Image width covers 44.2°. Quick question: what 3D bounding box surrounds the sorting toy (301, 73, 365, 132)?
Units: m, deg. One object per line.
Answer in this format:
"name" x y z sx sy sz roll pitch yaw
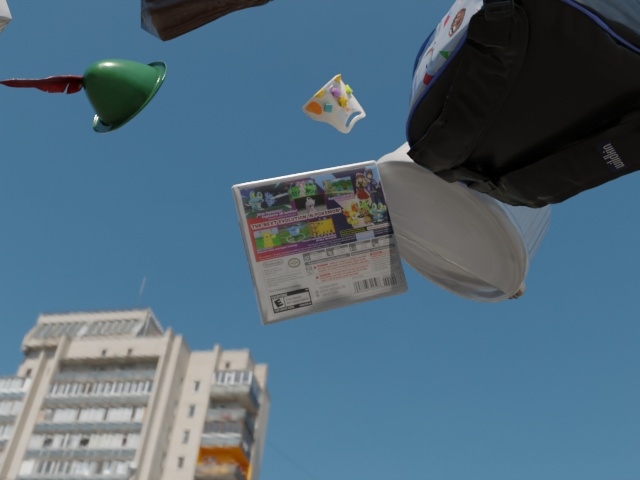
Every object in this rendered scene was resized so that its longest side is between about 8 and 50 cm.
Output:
"sorting toy" 0.029 -0.202 1.188 0.075 0.083 0.045 47 -27 -6

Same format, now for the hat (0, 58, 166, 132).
"hat" -0.397 -0.305 1.377 0.173 0.208 0.183 -19 -49 30

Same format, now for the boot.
"boot" -0.099 -0.212 0.625 0.114 0.106 0.037 -23 -28 -5

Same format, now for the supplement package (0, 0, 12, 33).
"supplement package" -0.595 -0.408 1.124 0.175 0.293 0.177 -15 -6 -46

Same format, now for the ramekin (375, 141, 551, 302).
"ramekin" 0.202 -0.048 1.130 0.273 0.127 0.273 34 -26 19

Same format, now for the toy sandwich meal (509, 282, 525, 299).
"toy sandwich meal" 0.374 0.076 1.537 0.029 0.086 0.085 -17 -46 28

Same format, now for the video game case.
"video game case" 0.000 0.000 1.030 0.201 0.183 0.023 -11 -7 -16

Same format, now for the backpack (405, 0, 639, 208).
"backpack" 0.219 -0.170 0.838 0.276 0.213 0.263 28 -45 -13
